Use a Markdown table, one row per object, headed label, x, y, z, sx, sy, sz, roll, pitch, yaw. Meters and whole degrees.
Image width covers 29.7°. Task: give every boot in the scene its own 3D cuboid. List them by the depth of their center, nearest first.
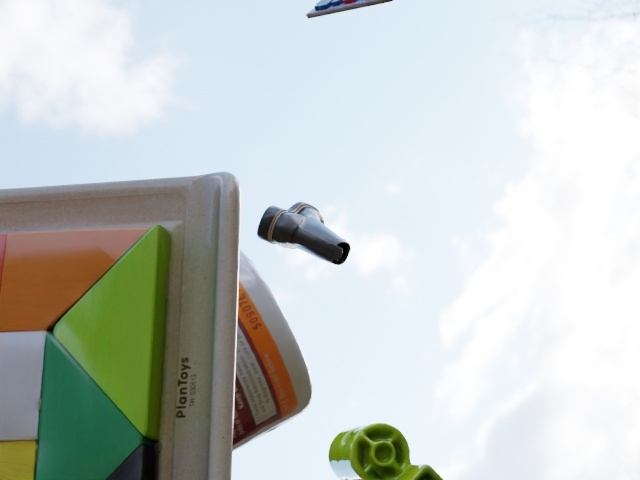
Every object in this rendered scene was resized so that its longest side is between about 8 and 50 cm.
| label | x | y | z | sx | sy | sz | roll | pitch | yaw |
| --- | --- | --- | --- | --- | --- | --- | --- | --- | --- |
| boot | 0.000 | 0.000 | 1.854 | 0.198 | 0.137 | 0.076 | -15 | -54 | -67 |

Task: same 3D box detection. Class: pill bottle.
| label | x | y | z | sx | sy | sz | roll | pitch | yaw |
| --- | --- | --- | --- | --- | --- | --- | --- | --- | --- |
| pill bottle | -0.228 | 0.178 | 1.324 | 0.392 | 0.224 | 0.224 | -27 | -37 | -16 |

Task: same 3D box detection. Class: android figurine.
| label | x | y | z | sx | sy | sz | roll | pitch | yaw |
| --- | --- | --- | --- | --- | --- | --- | --- | --- | --- |
| android figurine | 0.098 | 0.230 | 0.855 | 0.056 | 0.248 | 0.273 | -44 | -2 | -14 |

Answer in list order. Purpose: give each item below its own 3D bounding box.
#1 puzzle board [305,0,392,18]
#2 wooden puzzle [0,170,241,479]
| label | x | y | z | sx | sy | sz | roll | pitch | yaw |
| --- | --- | --- | --- | --- | --- | --- | --- | --- | --- |
| puzzle board | 0.055 | -0.267 | 1.263 | 0.096 | 0.128 | 0.011 | -44 | -62 | -33 |
| wooden puzzle | -0.154 | 0.075 | 0.580 | 0.239 | 0.220 | 0.044 | -5 | -19 | 16 |
